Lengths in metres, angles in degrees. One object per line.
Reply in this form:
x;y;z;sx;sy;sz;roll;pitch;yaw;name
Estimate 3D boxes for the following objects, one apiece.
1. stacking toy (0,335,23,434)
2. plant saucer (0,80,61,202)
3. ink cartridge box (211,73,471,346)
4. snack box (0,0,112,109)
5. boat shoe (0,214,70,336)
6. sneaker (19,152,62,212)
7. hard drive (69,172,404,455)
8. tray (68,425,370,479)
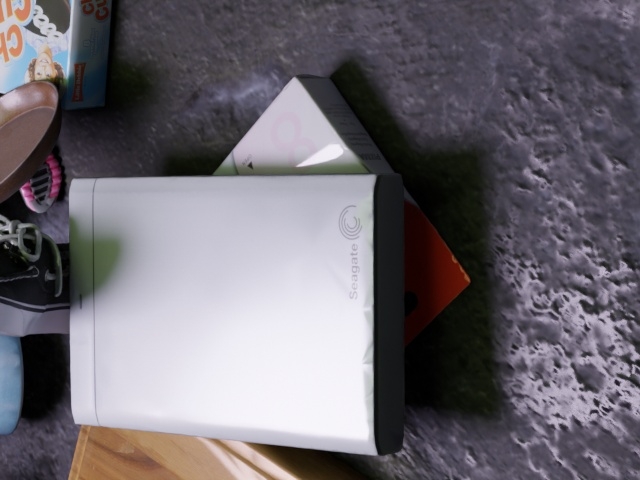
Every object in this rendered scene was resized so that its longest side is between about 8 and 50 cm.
-0.372;0.217;1.876;0.279;0.130;0.309;-174;83;-66;stacking toy
-0.308;-0.083;1.673;0.168;0.168;0.029;-10;133;40;plant saucer
0.000;0.000;1.541;0.189;0.066;0.232;-47;62;33;ink cartridge box
-0.341;-0.254;1.786;0.322;0.060;0.187;16;107;37;snack box
-0.288;0.032;1.633;0.113;0.306;0.105;12;90;20;boat shoe
-0.301;-0.084;1.793;0.057;0.047;0.119;-24;78;58;sneaker
-0.083;0.059;1.543;0.353;0.047;0.233;1;92;37;hard drive
-0.069;0.272;1.620;0.411;0.076;0.203;30;113;34;tray
